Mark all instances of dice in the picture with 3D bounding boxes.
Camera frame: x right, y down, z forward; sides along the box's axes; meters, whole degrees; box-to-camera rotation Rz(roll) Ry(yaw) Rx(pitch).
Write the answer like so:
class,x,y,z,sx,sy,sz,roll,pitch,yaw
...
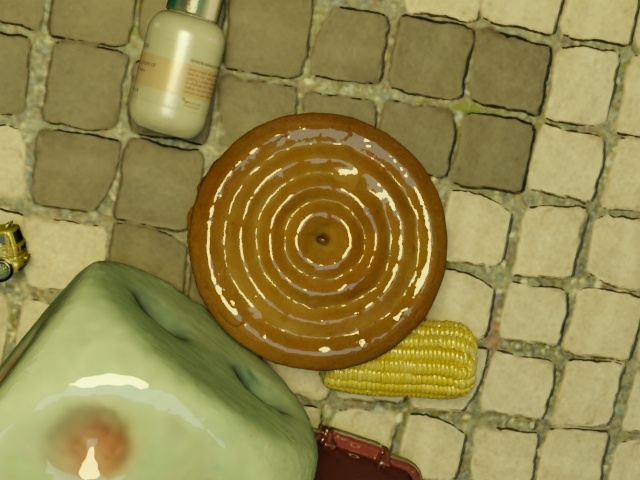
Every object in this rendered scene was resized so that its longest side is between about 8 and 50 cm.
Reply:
class,x,y,z,sx,sy,sz,roll,pitch,yaw
dice,-0.178,0.196,0.768,0.262,0.264,0.268,38,93,-14

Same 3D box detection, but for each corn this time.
class,x,y,z,sx,sy,sz,roll,pitch,yaw
corn,0.080,0.124,0.897,0.165,0.063,0.085,0,116,-7

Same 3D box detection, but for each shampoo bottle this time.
class,x,y,z,sx,sy,sz,roll,pitch,yaw
shampoo bottle,-0.122,-0.193,0.794,0.074,0.074,0.192,13,100,-11

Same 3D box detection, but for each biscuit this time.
class,x,y,z,sx,sy,sz,roll,pitch,yaw
biscuit,0.000,0.000,0.843,0.262,0.037,0.262,0,88,-8

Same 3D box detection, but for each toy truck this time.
class,x,y,z,sx,sy,sz,roll,pitch,yaw
toy truck,-0.321,0.011,0.820,0.083,0.049,0.054,-7,101,-6

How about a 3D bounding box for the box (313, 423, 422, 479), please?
class,x,y,z,sx,sy,sz,roll,pitch,yaw
box,-0.006,0.356,0.879,0.193,0.167,0.294,20,98,-14
